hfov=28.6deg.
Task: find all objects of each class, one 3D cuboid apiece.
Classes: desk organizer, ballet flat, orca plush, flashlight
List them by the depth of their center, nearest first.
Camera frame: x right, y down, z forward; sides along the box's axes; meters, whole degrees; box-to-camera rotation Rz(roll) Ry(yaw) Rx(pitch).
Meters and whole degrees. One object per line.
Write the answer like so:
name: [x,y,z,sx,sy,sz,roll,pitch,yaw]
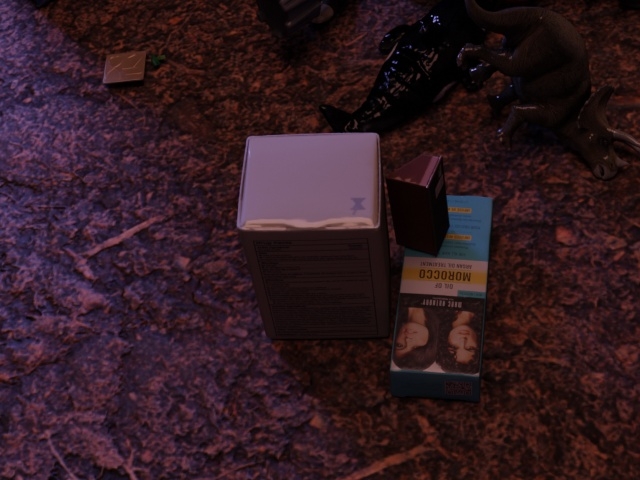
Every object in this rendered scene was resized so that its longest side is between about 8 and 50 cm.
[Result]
desk organizer: [0.109,-0.042,1.396,0.050,0.130,0.047,15,58,19]
orca plush: [0.116,-0.246,1.629,0.287,0.102,0.151,-33,58,-16]
flashlight: [0.041,-0.380,1.706,0.304,0.103,0.103,-41,90,-23]
ballet flat: [0.006,-0.374,1.763,0.058,0.049,0.173,6,58,8]

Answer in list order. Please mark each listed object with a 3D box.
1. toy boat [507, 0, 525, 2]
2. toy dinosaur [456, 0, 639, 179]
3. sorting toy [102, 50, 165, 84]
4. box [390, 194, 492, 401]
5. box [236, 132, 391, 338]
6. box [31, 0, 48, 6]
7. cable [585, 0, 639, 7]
toy boat: [0.201,-0.393,1.689,0.231,0.151,0.150,5,81,-34]
toy dinosaur: [0.265,-0.211,1.530,0.160,0.313,0.121,-24,25,17]
sorting toy: [-0.254,-0.237,1.719,0.083,0.012,0.062,-5,50,7]
box: [0.141,0.061,1.437,0.101,0.060,0.244,3,55,9]
box: [0.000,0.000,1.390,0.149,0.232,0.126,-1,56,5]
box: [-0.380,-0.582,1.741,0.293,0.395,0.212,-37,60,-17]
cable: [0.422,-0.425,1.739,0.140,0.072,0.287,19,59,12]
